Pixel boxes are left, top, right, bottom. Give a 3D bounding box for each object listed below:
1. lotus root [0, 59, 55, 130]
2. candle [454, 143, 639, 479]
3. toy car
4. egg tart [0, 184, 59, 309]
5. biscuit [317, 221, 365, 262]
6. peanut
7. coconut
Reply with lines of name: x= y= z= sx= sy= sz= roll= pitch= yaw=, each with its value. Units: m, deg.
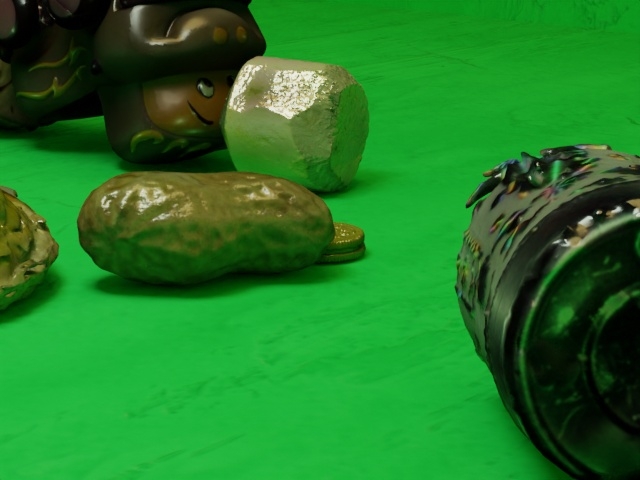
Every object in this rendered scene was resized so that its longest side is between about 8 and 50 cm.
lotus root: x=-0.430 y=-0.233 z=1.979 sx=0.180 sy=0.188 sz=0.199 roll=-5 pitch=-24 yaw=44
candle: x=0.184 y=0.030 z=1.021 sx=0.187 sy=0.187 sz=0.330 roll=0 pitch=13 yaw=-4
toy car: x=-0.216 y=-0.203 z=1.823 sx=0.341 sy=0.240 sz=0.271 roll=-12 pitch=-1 yaw=43
egg tart: x=-0.368 y=-0.022 z=1.287 sx=0.315 sy=0.120 sz=0.315 roll=3 pitch=21 yaw=-1
biscuit: x=0.000 y=0.000 z=1.431 sx=0.084 sy=0.023 sz=0.084 roll=1 pitch=15 yaw=0
peanut: x=-0.095 y=-0.009 z=1.334 sx=0.226 sy=0.095 sz=0.108 roll=-1 pitch=30 yaw=-21
coconut: x=-0.036 y=-0.126 z=1.684 sx=0.153 sy=0.147 sz=0.147 roll=11 pitch=18 yaw=24
